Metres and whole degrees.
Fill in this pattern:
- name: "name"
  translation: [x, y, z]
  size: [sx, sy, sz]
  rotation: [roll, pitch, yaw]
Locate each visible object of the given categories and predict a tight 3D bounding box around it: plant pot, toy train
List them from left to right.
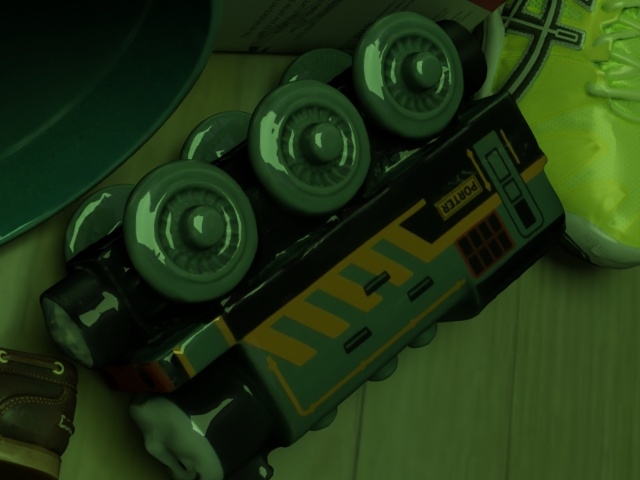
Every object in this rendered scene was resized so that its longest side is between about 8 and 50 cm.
- name: "plant pot"
  translation: [-0.229, -0.150, 0.653]
  size: [0.271, 0.272, 0.255]
  rotation: [-26, 73, -29]
- name: "toy train"
  translation: [0.000, 0.000, 0.779]
  size: [0.334, 0.142, 0.190]
  rotation: [-38, 102, -29]

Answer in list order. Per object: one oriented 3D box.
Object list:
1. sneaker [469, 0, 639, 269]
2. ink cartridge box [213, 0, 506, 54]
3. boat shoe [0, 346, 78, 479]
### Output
- name: "sneaker"
  translation: [0.193, -0.173, 0.909]
  size: [0.145, 0.147, 0.385]
  rotation: [3, 75, -26]
- name: "ink cartridge box"
  translation: [0.003, -0.191, 0.809]
  size: [0.237, 0.172, 0.100]
  rotation: [-3, 76, -25]
- name: "boat shoe"
  translation: [-0.228, 0.072, 0.685]
  size: [0.207, 0.073, 0.073]
  rotation: [20, 66, -26]
